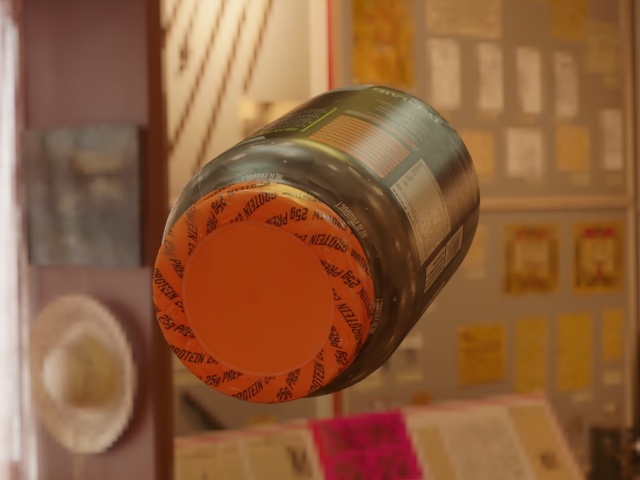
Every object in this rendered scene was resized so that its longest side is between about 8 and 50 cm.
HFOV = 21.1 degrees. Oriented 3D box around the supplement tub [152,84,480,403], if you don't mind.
[{"bbox_3d":[0.000,0.000,0.784,0.117,0.117,0.190,-1,15,18],"label":"supplement tub"}]
